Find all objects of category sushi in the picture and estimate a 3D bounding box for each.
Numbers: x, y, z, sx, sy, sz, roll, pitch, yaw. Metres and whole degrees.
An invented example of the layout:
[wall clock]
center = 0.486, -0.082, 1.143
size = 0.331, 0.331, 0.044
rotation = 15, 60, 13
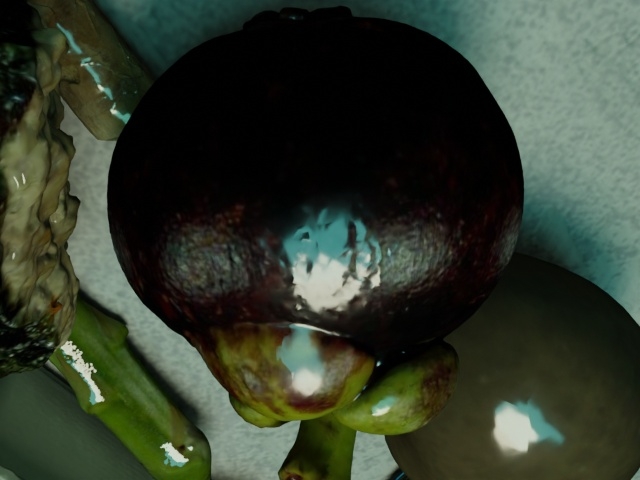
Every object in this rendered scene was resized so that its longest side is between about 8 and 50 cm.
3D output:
[sushi]
center = -0.251, -0.020, 0.449
size = 0.171, 0.211, 0.350
rotation = -9, 153, -26

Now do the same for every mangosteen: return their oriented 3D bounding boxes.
[mangosteen]
center = 0.009, -0.012, 0.497
size = 0.297, 0.297, 0.313
rotation = -29, 111, 13

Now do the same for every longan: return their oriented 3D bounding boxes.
[longan]
center = 0.174, 0.145, 0.654
size = 0.300, 0.243, 0.300
rotation = 2, 118, 5

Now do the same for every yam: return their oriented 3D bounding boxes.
[yam]
center = -0.243, -0.207, 0.467
size = 0.081, 0.081, 0.356
rotation = -31, 120, 14

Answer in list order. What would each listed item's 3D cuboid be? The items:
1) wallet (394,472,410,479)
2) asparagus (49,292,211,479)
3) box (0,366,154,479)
[wallet]
center = 0.128, 0.394, 0.936
size = 0.169, 0.044, 0.317
rotation = 24, 120, -25
[asparagus]
center = -0.219, 0.148, 0.708
size = 0.082, 0.085, 0.343
rotation = -19, 119, 23
[box]
center = -0.297, 0.264, 0.716
size = 0.175, 0.182, 0.312
rotation = -31, 121, 15
